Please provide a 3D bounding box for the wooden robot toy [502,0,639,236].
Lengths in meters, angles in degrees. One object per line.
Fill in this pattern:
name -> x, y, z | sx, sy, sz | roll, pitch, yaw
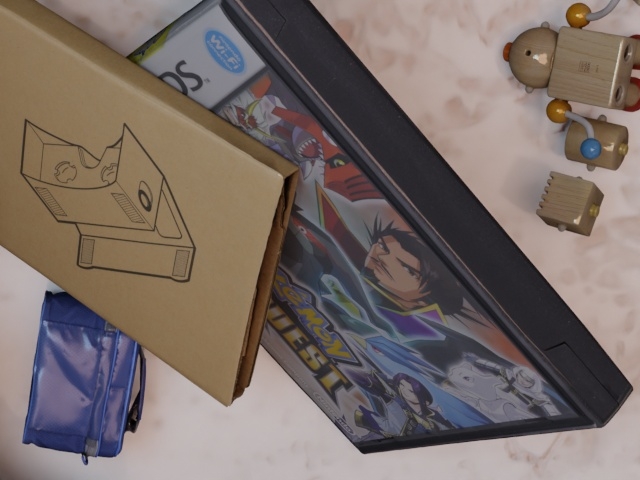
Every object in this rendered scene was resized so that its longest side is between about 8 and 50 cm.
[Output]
wooden robot toy -> 0.145, -0.094, 0.999 | 0.079, 0.076, 0.173 | 15, 98, 27

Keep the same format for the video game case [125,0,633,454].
video game case -> 0.000, 0.000, 0.897 | 0.275, 0.248, 0.035 | 49, 63, -11

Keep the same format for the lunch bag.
lunch bag -> -0.132, 0.080, 0.977 | 0.065, 0.067, 0.098 | 8, 97, -8

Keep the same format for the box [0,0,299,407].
box -> -0.107, -0.024, 0.897 | 0.201, 0.021, 0.164 | 33, 135, 20
